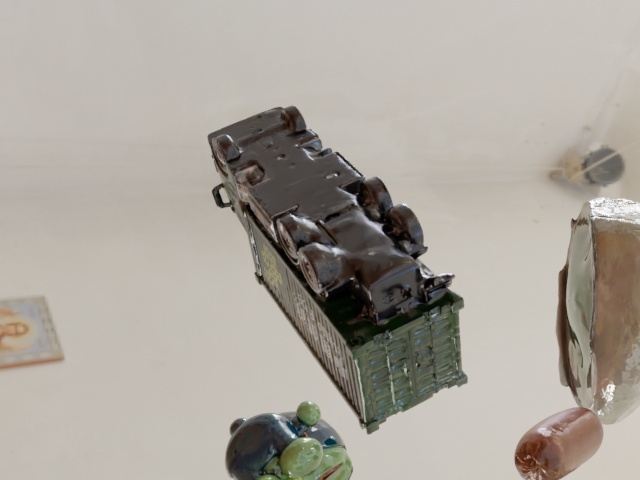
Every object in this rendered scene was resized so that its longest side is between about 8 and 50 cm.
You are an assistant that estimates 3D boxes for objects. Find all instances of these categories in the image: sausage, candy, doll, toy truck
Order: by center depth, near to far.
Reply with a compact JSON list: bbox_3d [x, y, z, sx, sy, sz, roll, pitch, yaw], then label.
[{"bbox_3d":[0.000,0.000,0.573,0.259,0.088,0.121,49,-23,49],"label":"toy truck"},{"bbox_3d":[0.310,0.266,1.025,0.076,0.198,0.076,2,-87,36],"label":"sausage"},{"bbox_3d":[-0.056,0.370,1.305,0.186,0.198,0.322,39,-15,30],"label":"doll"},{"bbox_3d":[0.554,0.130,1.479,0.386,0.186,0.426,-4,101,-86],"label":"candy"}]
